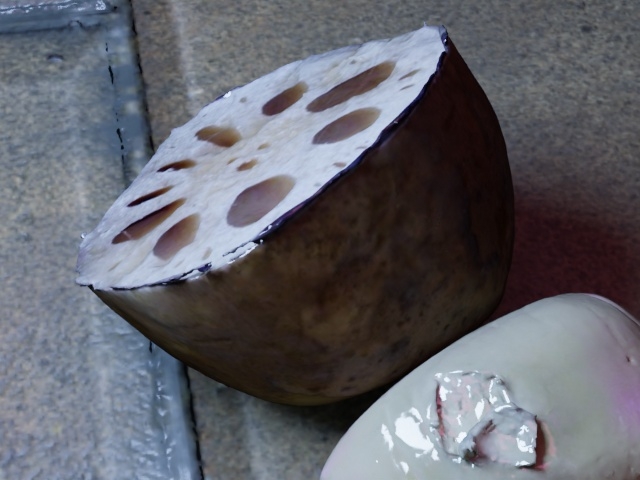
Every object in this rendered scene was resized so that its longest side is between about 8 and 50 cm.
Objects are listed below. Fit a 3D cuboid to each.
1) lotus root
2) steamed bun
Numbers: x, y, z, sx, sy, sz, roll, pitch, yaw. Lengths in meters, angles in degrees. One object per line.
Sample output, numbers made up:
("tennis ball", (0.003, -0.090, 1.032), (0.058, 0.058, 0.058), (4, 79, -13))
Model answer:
("lotus root", (0.000, 0.000, 1.002), (0.272, 0.192, 0.272), (-25, 32, 16))
("steamed bun", (0.127, 0.119, 0.936), (0.239, 0.152, 0.170), (-29, 58, -20))
